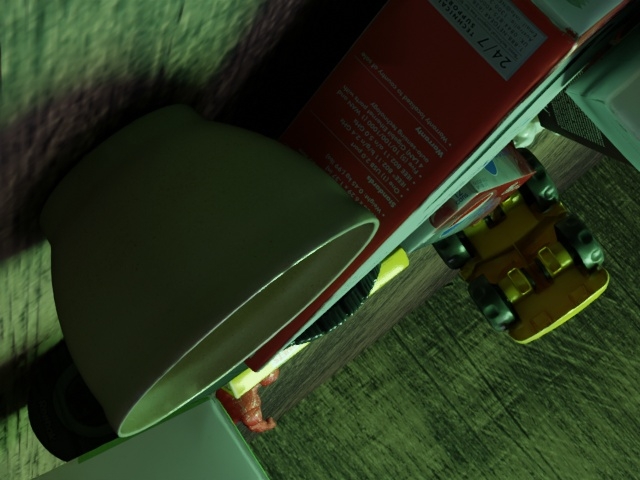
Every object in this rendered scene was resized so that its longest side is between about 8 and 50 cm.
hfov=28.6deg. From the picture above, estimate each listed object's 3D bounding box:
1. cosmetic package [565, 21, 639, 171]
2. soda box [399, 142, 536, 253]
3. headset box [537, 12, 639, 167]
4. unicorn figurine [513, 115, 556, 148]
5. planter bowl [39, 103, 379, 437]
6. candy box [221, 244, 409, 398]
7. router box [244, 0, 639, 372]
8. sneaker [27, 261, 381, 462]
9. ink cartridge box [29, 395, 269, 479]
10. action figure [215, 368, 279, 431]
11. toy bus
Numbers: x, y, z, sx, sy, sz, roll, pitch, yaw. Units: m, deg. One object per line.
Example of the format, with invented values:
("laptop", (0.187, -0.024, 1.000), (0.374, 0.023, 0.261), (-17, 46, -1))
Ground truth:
("cosmetic package", (0.324, -0.182, 0.739), (0.377, 0.097, 0.284), (-43, -176, 11))
("soda box", (0.127, -0.061, 1.218), (0.092, 0.083, 0.263), (-43, 172, 20))
("headset box", (0.341, -0.148, 1.017), (0.218, 0.293, 0.110), (-38, 129, -15))
("unicorn figurine", (0.237, -0.116, 1.534), (0.162, 0.060, 0.111), (-26, -178, 38))
("planter bowl", (-0.067, 0.003, 0.613), (0.162, 0.109, 0.162), (-39, 172, -6))
("candy box", (-0.028, 0.056, 1.127), (0.206, 0.105, 0.027), (-37, 127, -23))
("router box", (0.093, -0.100, 0.773), (0.301, 0.082, 0.335), (-48, 175, 41))
("sneaker", (-0.086, 0.063, 0.930), (0.286, 0.109, 0.130), (-28, 175, -14))
("ink cartridge box", (-0.162, 0.245, 0.861), (0.198, 0.114, 0.273), (-23, 159, -35))
("action figure", (-0.119, 0.227, 1.606), (0.139, 0.091, 0.280), (-19, 159, -51))
("toy bus", (0.224, 0.017, 1.448), (0.149, 0.220, 0.211), (-34, 159, 2))
